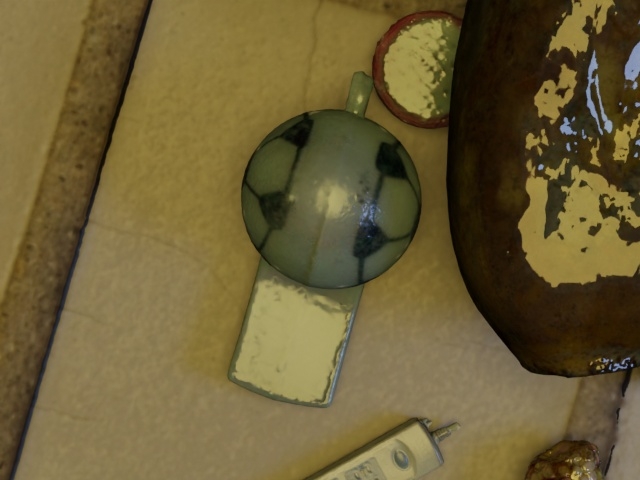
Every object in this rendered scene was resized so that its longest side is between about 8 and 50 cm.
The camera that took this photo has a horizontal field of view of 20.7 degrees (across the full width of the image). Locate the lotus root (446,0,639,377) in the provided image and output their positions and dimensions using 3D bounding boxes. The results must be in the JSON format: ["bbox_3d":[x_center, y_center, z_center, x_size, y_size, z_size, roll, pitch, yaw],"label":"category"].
[{"bbox_3d":[0.216,-0.066,1.414,0.250,0.250,0.346,3,91,0],"label":"lotus root"}]

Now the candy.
[{"bbox_3d":[0.095,-0.147,1.512,0.103,0.043,0.103,0,91,-2],"label":"candy"}]

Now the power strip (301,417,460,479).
[{"bbox_3d":[0.038,0.207,1.531,0.191,0.030,0.048,-29,93,1],"label":"power strip"}]

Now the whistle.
[{"bbox_3d":[0.000,0.000,1.461,0.163,0.163,0.290,15,92,-1],"label":"whistle"}]

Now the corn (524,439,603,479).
[{"bbox_3d":[0.205,0.297,1.507,0.086,0.086,0.253,1,93,0],"label":"corn"}]
